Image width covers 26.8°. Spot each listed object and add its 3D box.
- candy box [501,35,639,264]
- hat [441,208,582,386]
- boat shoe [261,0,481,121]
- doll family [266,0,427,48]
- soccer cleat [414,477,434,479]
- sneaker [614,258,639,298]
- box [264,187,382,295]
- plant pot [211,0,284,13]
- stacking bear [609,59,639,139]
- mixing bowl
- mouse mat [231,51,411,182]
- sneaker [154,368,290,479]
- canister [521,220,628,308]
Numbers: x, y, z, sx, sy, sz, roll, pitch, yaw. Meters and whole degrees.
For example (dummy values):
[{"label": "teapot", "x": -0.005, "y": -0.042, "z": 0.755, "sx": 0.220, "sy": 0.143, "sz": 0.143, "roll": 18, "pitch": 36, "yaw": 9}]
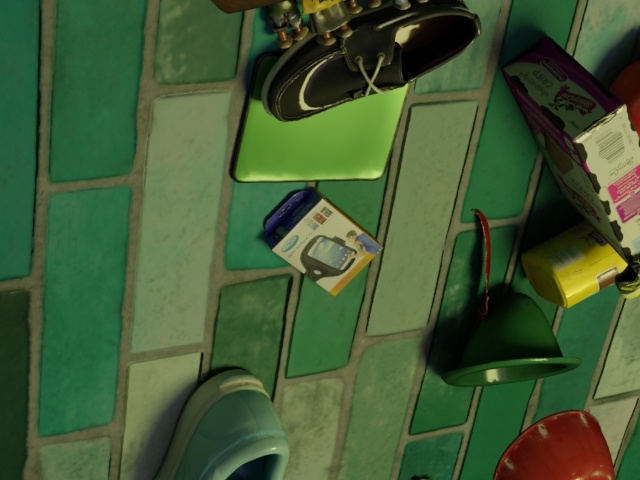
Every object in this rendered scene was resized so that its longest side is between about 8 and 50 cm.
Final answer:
[{"label": "candy box", "x": 0.303, "y": -0.096, "z": 1.503, "sx": 0.071, "sy": 0.159, "sz": 0.233, "roll": -36, "pitch": 133, "yaw": 1}, {"label": "hat", "x": 0.233, "y": 0.077, "z": 1.686, "sx": 0.173, "sy": 0.183, "sz": 0.208, "roll": -1, "pitch": 165, "yaw": -22}, {"label": "boat shoe", "x": 0.050, "y": -0.182, "z": 1.344, "sx": 0.233, "sy": 0.079, "sz": 0.084, "roll": -27, "pitch": 130, "yaw": -11}, {"label": "doll family", "x": 0.024, "y": -0.258, "z": 1.285, "sx": 0.193, "sy": 0.076, "sz": 0.111, "roll": -29, "pitch": 129, "yaw": -15}, {"label": "soccer cleat", "x": 0.099, "y": 0.395, "z": 1.821, "sx": 0.179, "sy": 0.060, "sz": 0.072, "roll": -37, "pitch": 135, "yaw": -4}, {"label": "sneaker", "x": 0.367, "y": 0.032, "z": 1.507, "sx": 0.083, "sy": 0.031, "sz": 0.035, "roll": -43, "pitch": 137, "yaw": 10}, {"label": "box", "x": 0.000, "y": 0.000, "z": 1.490, "sx": 0.081, "sy": 0.028, "sz": 0.136, "roll": -46, "pitch": 135, "yaw": 8}, {"label": "plant pot", "x": -0.014, "y": -0.303, "z": 1.157, "sx": 0.230, "sy": 0.215, "sz": 0.215, "roll": -30, "pitch": 135, "yaw": 13}, {"label": "stacking bear", "x": 0.453, "y": -0.113, "z": 1.581, "sx": 0.289, "sy": 0.164, "sz": 0.175, "roll": 32, "pitch": 105, "yaw": -30}, {"label": "mixing bowl", "x": 0.346, "y": 0.341, "z": 1.897, "sx": 0.182, "sy": 0.098, "sz": 0.181, "roll": -15, "pitch": 129, "yaw": -19}, {"label": "mouse mat", "x": 0.004, "y": -0.127, "z": 1.412, "sx": 0.190, "sy": 0.007, "sz": 0.152, "roll": -3, "pitch": 124, "yaw": -29}, {"label": "sneaker", "x": -0.127, "y": 0.337, "z": 1.584, "sx": 0.135, "sy": 0.150, "sz": 0.365, "roll": -3, "pitch": 124, "yaw": -27}, {"label": "canister", "x": 0.342, "y": 0.011, "z": 1.632, "sx": 0.170, "sy": 0.126, "sz": 0.073, "roll": -27, "pitch": 102, "yaw": -7}]
